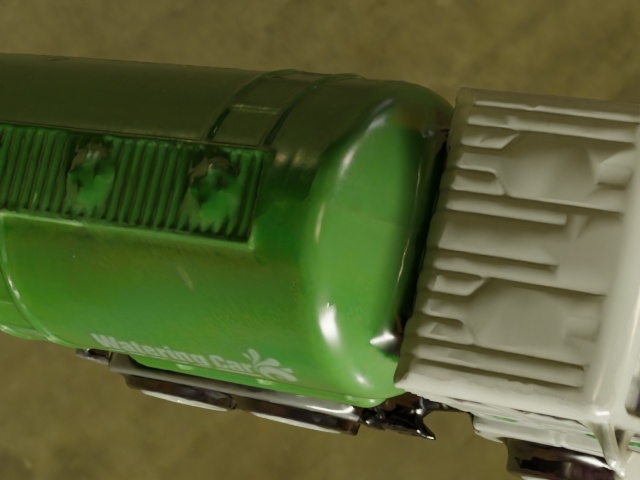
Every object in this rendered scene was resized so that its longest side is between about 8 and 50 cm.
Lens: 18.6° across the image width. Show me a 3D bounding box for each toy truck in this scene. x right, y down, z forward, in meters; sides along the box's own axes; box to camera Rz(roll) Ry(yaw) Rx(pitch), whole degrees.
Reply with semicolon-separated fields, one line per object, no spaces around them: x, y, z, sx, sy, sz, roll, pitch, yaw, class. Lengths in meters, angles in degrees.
0.000;0.000;0.522;0.125;0.242;0.101;26;75;-55;toy truck
